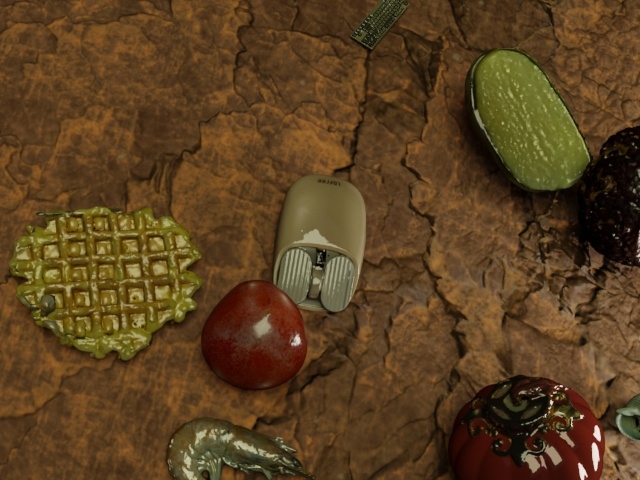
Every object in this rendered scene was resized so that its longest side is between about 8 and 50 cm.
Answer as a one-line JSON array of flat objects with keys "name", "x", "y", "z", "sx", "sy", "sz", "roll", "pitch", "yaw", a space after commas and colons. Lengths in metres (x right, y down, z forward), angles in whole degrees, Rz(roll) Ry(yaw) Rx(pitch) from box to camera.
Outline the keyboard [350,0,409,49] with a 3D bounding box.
[{"name": "keyboard", "x": 0.109, "y": -0.405, "z": 1.714, "sx": 0.049, "sy": 0.015, "sz": 0.129, "roll": 36, "pitch": 68, "yaw": 6}]

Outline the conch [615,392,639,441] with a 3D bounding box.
[{"name": "conch", "x": 0.517, "y": 0.281, "z": 1.496, "sx": 0.085, "sy": 0.056, "sz": 0.076, "roll": -8, "pitch": 87, "yaw": 19}]

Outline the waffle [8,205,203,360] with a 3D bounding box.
[{"name": "waffle", "x": -0.327, "y": 0.050, "z": 1.448, "sx": 0.280, "sy": 0.060, "sz": 0.262, "roll": 39, "pitch": 65, "yaw": 5}]

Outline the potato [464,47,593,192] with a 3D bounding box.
[{"name": "potato", "x": 0.339, "y": -0.197, "z": 1.621, "sx": 0.160, "sy": 0.111, "sz": 0.271, "roll": -33, "pitch": 91, "yaw": -11}]

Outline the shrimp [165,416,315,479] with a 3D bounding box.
[{"name": "shrimp", "x": -0.119, "y": 0.338, "z": 1.376, "sx": 0.223, "sy": 0.047, "sz": 0.126, "roll": 16, "pitch": 73, "yaw": 1}]

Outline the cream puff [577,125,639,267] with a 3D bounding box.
[{"name": "cream puff", "x": 0.525, "y": -0.078, "z": 1.549, "sx": 0.239, "sy": 0.239, "sz": 0.165, "roll": -42, "pitch": 51, "yaw": -21}]

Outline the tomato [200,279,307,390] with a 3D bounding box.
[{"name": "tomato", "x": -0.097, "y": 0.144, "z": 1.399, "sx": 0.167, "sy": 0.167, "sz": 0.167, "roll": 3, "pitch": 69, "yaw": -8}]

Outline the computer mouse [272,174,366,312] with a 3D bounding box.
[{"name": "computer mouse", "x": 0.000, "y": 0.000, "z": 1.506, "sx": 0.145, "sy": 0.082, "sz": 0.236, "roll": 12, "pitch": 67, "yaw": -5}]

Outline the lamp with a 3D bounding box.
[{"name": "lamp", "x": 0.299, "y": 0.297, "z": 1.368, "sx": 0.227, "sy": 0.227, "sz": 0.227, "roll": 3, "pitch": 69, "yaw": -8}]
